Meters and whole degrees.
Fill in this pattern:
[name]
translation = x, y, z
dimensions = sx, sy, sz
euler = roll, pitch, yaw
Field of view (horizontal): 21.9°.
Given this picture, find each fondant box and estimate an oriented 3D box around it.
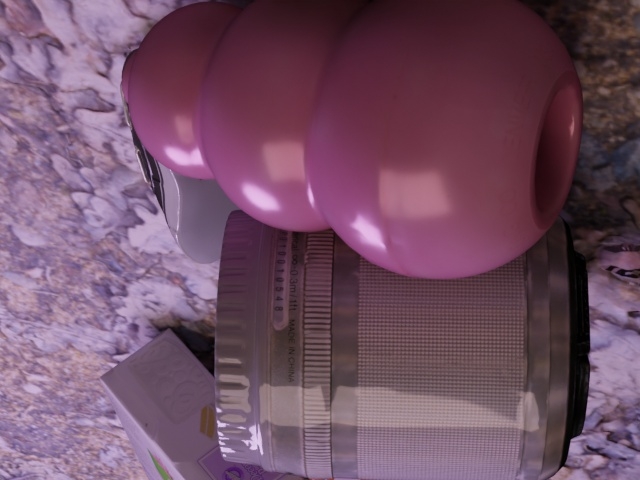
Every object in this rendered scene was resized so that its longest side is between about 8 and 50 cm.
[fondant box]
translation = -0.096, 0.275, 1.743
dimensions = 0.238, 0.096, 0.330
euler = 45, 163, 32

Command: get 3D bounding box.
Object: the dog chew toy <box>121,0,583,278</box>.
[dog chew toy]
translation = 0.011, -0.091, 1.170
dimensions = 0.332, 0.206, 0.206
euler = 12, 148, 24

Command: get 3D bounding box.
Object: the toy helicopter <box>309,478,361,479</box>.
[toy helicopter]
translation = 0.068, 0.084, 1.497
dimensions = 0.235, 0.140, 0.355
euler = 42, 131, -19

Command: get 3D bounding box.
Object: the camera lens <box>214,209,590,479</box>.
[camera lens]
translation = 0.065, 0.077, 1.287
dimensions = 0.274, 0.219, 0.219
euler = 2, 146, 3

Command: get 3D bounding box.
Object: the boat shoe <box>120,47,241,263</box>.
[boat shoe]
translation = -0.111, -0.070, 1.369
dimensions = 0.070, 0.078, 0.219
euler = 46, 159, 37
